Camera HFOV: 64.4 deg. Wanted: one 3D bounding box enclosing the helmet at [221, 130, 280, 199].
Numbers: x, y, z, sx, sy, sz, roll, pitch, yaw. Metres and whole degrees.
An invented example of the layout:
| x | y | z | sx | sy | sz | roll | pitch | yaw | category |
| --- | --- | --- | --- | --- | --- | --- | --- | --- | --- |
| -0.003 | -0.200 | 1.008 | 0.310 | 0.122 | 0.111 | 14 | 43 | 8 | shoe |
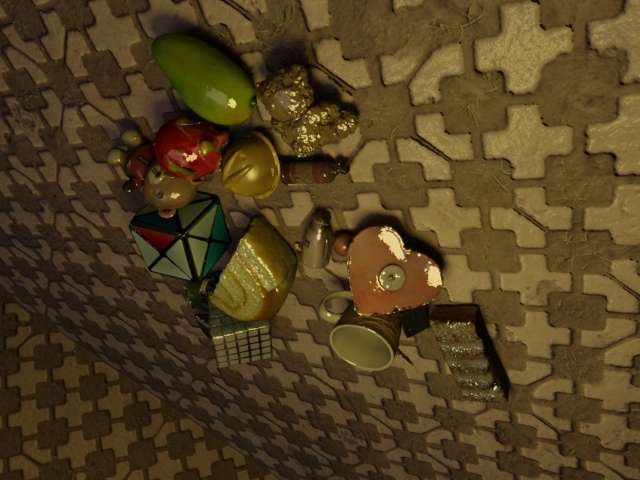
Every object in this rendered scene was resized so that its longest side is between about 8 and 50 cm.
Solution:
| x | y | z | sx | sy | sz | roll | pitch | yaw | category |
| --- | --- | --- | --- | --- | --- | --- | --- | --- | --- |
| -0.245 | -0.216 | 1.595 | 0.205 | 0.140 | 0.257 | 54 | 141 | 10 | helmet |

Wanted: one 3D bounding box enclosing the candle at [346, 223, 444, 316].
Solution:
| x | y | z | sx | sy | sz | roll | pitch | yaw | category |
| --- | --- | --- | --- | --- | --- | --- | --- | --- | --- |
| 0.206 | 0.114 | 1.608 | 0.317 | 0.131 | 0.287 | 31 | 94 | -2 | candle |

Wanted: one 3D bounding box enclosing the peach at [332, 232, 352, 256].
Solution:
| x | y | z | sx | sy | sz | roll | pitch | yaw | category |
| --- | --- | --- | --- | --- | --- | --- | --- | --- | --- |
| 0.083 | 0.014 | 1.696 | 0.083 | 0.083 | 0.083 | 16 | 134 | 17 | peach |

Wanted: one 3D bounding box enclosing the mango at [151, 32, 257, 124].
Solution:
| x | y | z | sx | sy | sz | roll | pitch | yaw | category |
| --- | --- | --- | --- | --- | --- | --- | --- | --- | --- |
| -0.338 | -0.464 | 1.457 | 0.343 | 0.156 | 0.192 | 38 | 128 | -1 | mango |

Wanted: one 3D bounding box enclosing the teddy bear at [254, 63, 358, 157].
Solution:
| x | y | z | sx | sy | sz | roll | pitch | yaw | category |
| --- | --- | --- | --- | --- | --- | --- | --- | --- | --- |
| -0.062 | -0.358 | 1.395 | 0.267 | 0.156 | 0.256 | -10 | 121 | 37 | teddy bear |

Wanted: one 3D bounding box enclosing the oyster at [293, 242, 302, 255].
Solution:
| x | y | z | sx | sy | sz | roll | pitch | yaw | category |
| --- | --- | --- | --- | --- | --- | --- | --- | --- | --- |
| -0.061 | 0.045 | 1.843 | 0.093 | 0.034 | 0.051 | 33 | 144 | -7 | oyster |

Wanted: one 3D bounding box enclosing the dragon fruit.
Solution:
| x | y | z | sx | sy | sz | roll | pitch | yaw | category |
| --- | --- | --- | --- | --- | --- | --- | --- | --- | --- |
| -0.411 | -0.290 | 1.622 | 0.227 | 0.224 | 0.224 | 17 | 136 | -1 | dragon fruit |

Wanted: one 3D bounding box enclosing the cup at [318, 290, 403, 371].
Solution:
| x | y | z | sx | sy | sz | roll | pitch | yaw | category |
| --- | --- | --- | --- | --- | --- | --- | --- | --- | --- |
| 0.144 | 0.263 | 1.757 | 0.301 | 0.257 | 0.227 | 30 | 134 | 2 | cup |

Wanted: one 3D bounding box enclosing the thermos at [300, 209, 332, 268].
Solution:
| x | y | z | sx | sy | sz | roll | pitch | yaw | category |
| --- | --- | --- | --- | --- | --- | --- | --- | --- | --- |
| 0.000 | 0.000 | 1.702 | 0.105 | 0.137 | 0.193 | -6 | 131 | -20 | thermos |

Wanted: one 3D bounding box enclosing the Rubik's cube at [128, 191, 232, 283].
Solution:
| x | y | z | sx | sy | sz | roll | pitch | yaw | category |
| --- | --- | --- | --- | --- | --- | --- | --- | --- | --- |
| -0.511 | -0.024 | 1.881 | 0.250 | 0.246 | 0.248 | 13 | 134 | 19 | Rubik's cube |

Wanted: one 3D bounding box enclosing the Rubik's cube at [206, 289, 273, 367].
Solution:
| x | y | z | sx | sy | sz | roll | pitch | yaw | category |
| --- | --- | --- | --- | --- | --- | --- | --- | --- | --- |
| -0.328 | 0.343 | 2.053 | 0.237 | 0.237 | 0.238 | -8 | 136 | -11 | Rubik's cube |

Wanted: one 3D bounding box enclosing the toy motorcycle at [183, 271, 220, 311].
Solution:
| x | y | z | sx | sy | sz | roll | pitch | yaw | category |
| --- | --- | --- | --- | --- | --- | --- | --- | --- | --- |
| -0.500 | 0.225 | 2.198 | 0.205 | 0.127 | 0.275 | 16 | 141 | 18 | toy motorcycle |

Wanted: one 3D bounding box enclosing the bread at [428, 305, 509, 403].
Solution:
| x | y | z | sx | sy | sz | roll | pitch | yaw | category |
| --- | --- | --- | --- | --- | --- | --- | --- | --- | --- |
| 0.523 | 0.401 | 1.770 | 0.165 | 0.113 | 0.417 | -11 | 121 | 34 | bread |

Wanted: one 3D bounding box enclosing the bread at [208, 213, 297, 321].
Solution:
| x | y | z | sx | sy | sz | roll | pitch | yaw | category |
| --- | --- | --- | --- | --- | --- | --- | --- | --- | --- |
| -0.217 | 0.118 | 1.856 | 0.264 | 0.239 | 0.395 | 33 | 134 | -4 | bread |

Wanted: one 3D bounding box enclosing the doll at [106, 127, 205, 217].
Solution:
| x | y | z | sx | sy | sz | roll | pitch | yaw | category |
| --- | --- | --- | --- | --- | --- | --- | --- | --- | --- |
| -0.581 | -0.236 | 1.783 | 0.330 | 0.235 | 0.174 | 37 | 167 | 9 | doll |

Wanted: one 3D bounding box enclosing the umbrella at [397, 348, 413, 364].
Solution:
| x | y | z | sx | sy | sz | roll | pitch | yaw | category |
| --- | --- | --- | --- | --- | --- | --- | --- | --- | --- |
| 0.327 | 0.455 | 2.001 | 0.022 | 0.013 | 0.122 | -33 | 107 | 22 | umbrella |

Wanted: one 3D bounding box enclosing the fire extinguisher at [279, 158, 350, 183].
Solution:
| x | y | z | sx | sy | sz | roll | pitch | yaw | category |
| --- | --- | --- | --- | --- | --- | --- | --- | --- | --- |
| -0.011 | -0.205 | 1.535 | 0.252 | 0.106 | 0.075 | 3 | 110 | 28 | fire extinguisher |

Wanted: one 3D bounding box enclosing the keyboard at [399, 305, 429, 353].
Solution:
| x | y | z | sx | sy | sz | roll | pitch | yaw | category |
| --- | --- | --- | --- | --- | --- | --- | --- | --- | --- |
| 0.338 | 0.300 | 1.766 | 0.103 | 0.041 | 0.381 | -28 | 144 | 0 | keyboard |

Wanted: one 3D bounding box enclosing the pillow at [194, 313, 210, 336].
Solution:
| x | y | z | sx | sy | sz | roll | pitch | yaw | category |
| --- | --- | --- | --- | --- | --- | --- | --- | --- | --- |
| -0.465 | 0.400 | 2.302 | 0.186 | 0.106 | 0.250 | 20 | 161 | 8 | pillow |
